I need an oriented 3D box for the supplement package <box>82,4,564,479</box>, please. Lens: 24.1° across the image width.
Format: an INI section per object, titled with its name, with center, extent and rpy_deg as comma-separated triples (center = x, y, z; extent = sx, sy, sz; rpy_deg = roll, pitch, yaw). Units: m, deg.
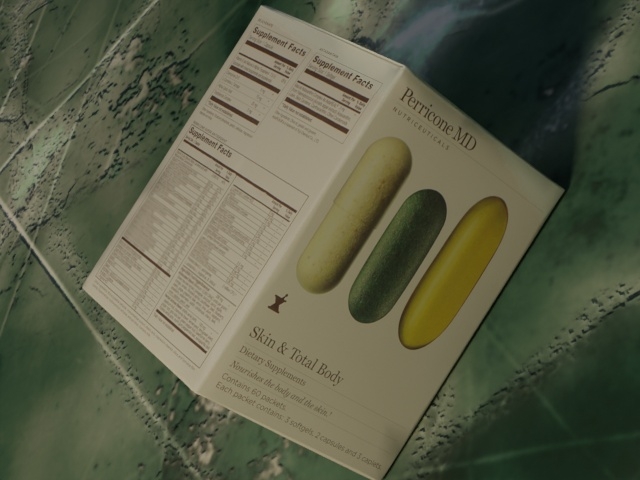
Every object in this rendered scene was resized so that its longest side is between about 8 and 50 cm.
[supplement package]
center = 0.000, 0.000, 1.129
extent = 0.263, 0.199, 0.198
rpy_deg = -58, 38, 0
